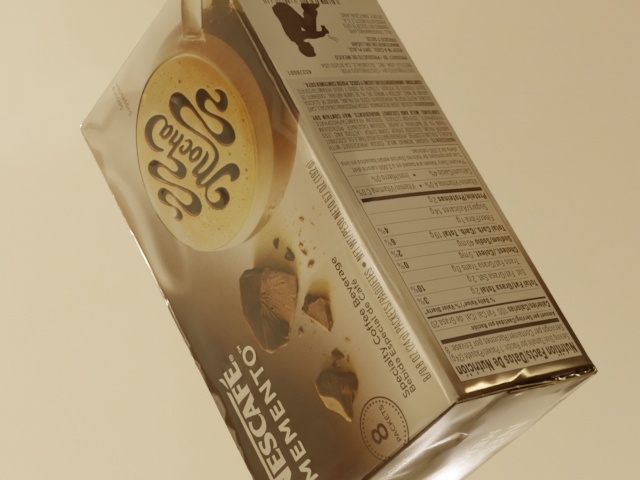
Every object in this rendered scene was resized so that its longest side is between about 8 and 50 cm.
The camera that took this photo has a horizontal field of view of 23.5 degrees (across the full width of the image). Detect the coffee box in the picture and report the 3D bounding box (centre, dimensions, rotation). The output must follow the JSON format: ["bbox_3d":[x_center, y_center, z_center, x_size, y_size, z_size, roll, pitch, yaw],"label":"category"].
[{"bbox_3d":[0.000,0.000,0.877,0.168,0.119,0.297,-46,-117,40],"label":"coffee box"}]
